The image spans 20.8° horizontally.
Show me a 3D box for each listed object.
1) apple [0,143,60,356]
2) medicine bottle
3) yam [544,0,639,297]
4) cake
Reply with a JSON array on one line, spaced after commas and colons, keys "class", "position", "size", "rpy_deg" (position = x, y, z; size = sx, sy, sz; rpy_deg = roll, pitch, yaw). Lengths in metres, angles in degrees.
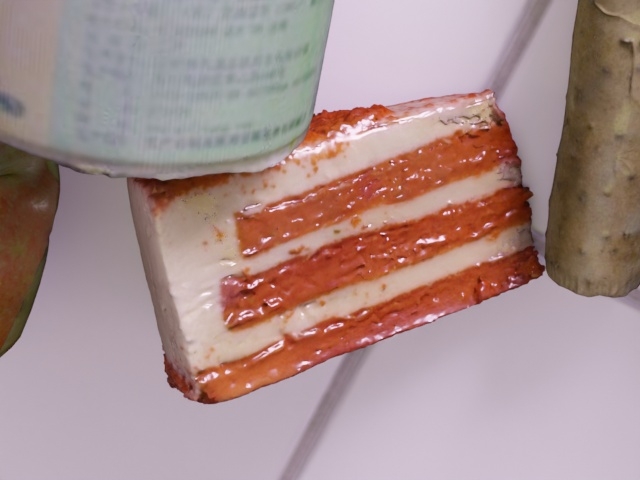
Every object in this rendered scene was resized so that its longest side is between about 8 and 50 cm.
[{"class": "apple", "position": [-0.267, -0.009, 1.153], "size": [0.207, 0.174, 0.188], "rpy_deg": [60, 143, 30]}, {"class": "medicine bottle", "position": [-0.086, -0.263, 0.972], "size": [0.235, 0.236, 0.406], "rpy_deg": [13, 116, 6]}, {"class": "yam", "position": [0.193, -0.142, 1.057], "size": [0.083, 0.083, 0.371], "rpy_deg": [11, 116, 6]}, {"class": "cake", "position": [0.000, 0.000, 1.111], "size": [0.262, 0.159, 0.158], "rpy_deg": [-10, 107, 14]}]
